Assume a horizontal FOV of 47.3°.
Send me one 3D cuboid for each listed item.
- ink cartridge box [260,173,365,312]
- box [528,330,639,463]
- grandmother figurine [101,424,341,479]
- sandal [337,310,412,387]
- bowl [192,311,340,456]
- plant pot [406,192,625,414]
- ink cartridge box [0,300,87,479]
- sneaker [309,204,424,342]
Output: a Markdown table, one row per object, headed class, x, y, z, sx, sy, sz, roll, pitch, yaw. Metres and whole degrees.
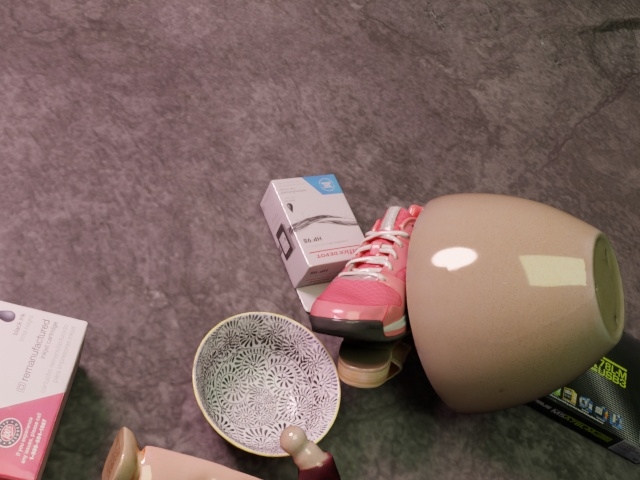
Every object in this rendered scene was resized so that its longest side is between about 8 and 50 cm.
| class | x | y | z | sx | sy | sz | roll | pitch | yaw |
| --- | --- | --- | --- | --- | --- | --- | --- | --- | --- |
| ink cartridge box | 0.000 | 0.000 | 1.000 | 0.104 | 0.060 | 0.180 | -9 | 60 | -30 |
| box | 0.395 | 0.194 | 1.049 | 0.190 | 0.045 | 0.184 | 29 | 52 | -3 |
| grandmother figurine | -0.052 | 0.286 | 0.727 | 0.342 | 0.104 | 0.208 | 25 | 93 | -18 |
| sandal | 0.066 | 0.145 | 0.914 | 0.088 | 0.079 | 0.240 | 9 | 17 | 13 |
| bowl | -0.070 | 0.174 | 0.830 | 0.170 | 0.080 | 0.170 | 12 | 52 | -17 |
| plant pot | 0.257 | 0.066 | 0.896 | 0.284 | 0.191 | 0.284 | 19 | 65 | -51 |
| ink cartridge box | -0.369 | 0.142 | 0.703 | 0.237 | 0.100 | 0.172 | 16 | 51 | -12 |
| sneaker | 0.074 | 0.029 | 0.910 | 0.116 | 0.136 | 0.314 | 4 | 14 | 28 |
